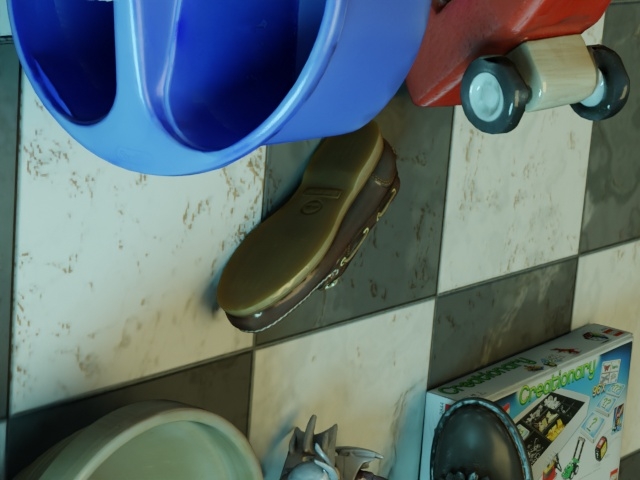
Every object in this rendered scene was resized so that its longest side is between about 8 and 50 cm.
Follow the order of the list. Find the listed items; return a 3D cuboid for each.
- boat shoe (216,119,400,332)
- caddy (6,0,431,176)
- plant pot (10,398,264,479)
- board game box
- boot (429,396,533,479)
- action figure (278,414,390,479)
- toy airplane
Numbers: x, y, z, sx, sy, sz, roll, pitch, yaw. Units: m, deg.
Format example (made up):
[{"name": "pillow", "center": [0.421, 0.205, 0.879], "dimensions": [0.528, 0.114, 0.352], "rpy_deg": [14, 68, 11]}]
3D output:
[{"name": "boat shoe", "center": [0.000, 0.000, 1.323], "dimensions": [0.207, 0.073, 0.073], "rpy_deg": [-51, 135, -30]}, {"name": "caddy", "center": [-0.063, -0.208, 1.032], "dimensions": [0.179, 0.241, 0.341], "rpy_deg": [-3, 104, -60]}, {"name": "plant pot", "center": [-0.149, 0.212, 1.164], "dimensions": [0.237, 0.109, 0.237], "rpy_deg": [-24, 121, -48]}, {"name": "board game box", "center": [0.198, 0.205, 1.676], "dimensions": [0.305, 0.053, 0.193], "rpy_deg": [-14, 113, -51]}, {"name": "boot", "center": [0.112, 0.258, 1.417], "dimensions": [0.229, 0.091, 0.263], "rpy_deg": [19, 72, -75]}, {"name": "action figure", "center": [0.017, 0.263, 1.404], "dimensions": [0.285, 0.099, 0.185], "rpy_deg": [79, 24, -43]}, {"name": "toy airplane", "center": [0.179, -0.297, 1.299], "dimensions": [0.384, 0.272, 0.386], "rpy_deg": [-35, 152, -1]}]
